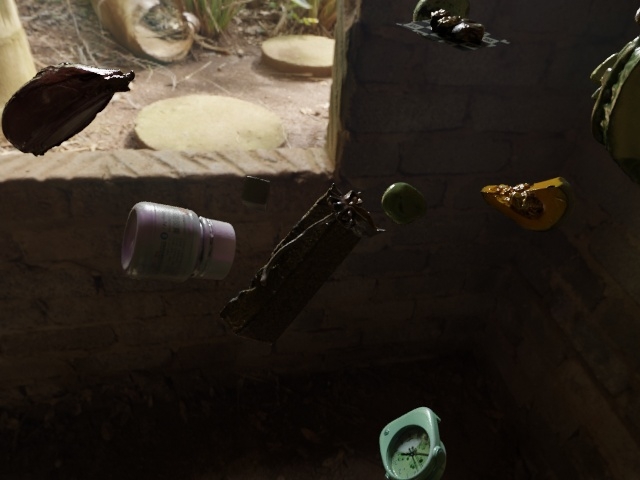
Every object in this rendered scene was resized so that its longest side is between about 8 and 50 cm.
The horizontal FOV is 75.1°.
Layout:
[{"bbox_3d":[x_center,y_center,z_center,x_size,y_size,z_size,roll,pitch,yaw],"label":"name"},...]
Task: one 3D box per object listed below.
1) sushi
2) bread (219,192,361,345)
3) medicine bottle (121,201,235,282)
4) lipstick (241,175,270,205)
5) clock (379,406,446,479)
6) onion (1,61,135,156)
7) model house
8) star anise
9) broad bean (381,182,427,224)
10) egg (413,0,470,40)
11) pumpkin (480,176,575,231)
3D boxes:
[{"bbox_3d":[0.320,-0.509,0.981,0.193,0.040,0.210,-23,50,-29],"label":"sushi"},{"bbox_3d":[-0.059,0.073,1.060,0.113,0.165,0.416,39,87,33],"label":"bread"},{"bbox_3d":[-0.477,0.017,1.412,0.325,0.256,0.256,10,31,-33],"label":"medicine bottle"},{"bbox_3d":[-0.182,-0.126,1.188,0.068,0.066,0.317,13,-1,-7],"label":"lipstick"},{"bbox_3d":[0.220,0.510,0.974,0.066,0.159,0.211,45,22,-20],"label":"clock"},{"bbox_3d":[-0.531,-0.302,0.878,0.283,0.120,0.227,-36,20,-3],"label":"onion"},{"bbox_3d":[0.569,-0.292,0.658,0.261,0.321,0.266,28,40,-16],"label":"model house"},{"bbox_3d":[0.000,0.000,0.880,0.148,0.227,0.218,50,26,-2],"label":"star anise"},{"bbox_3d":[0.331,-0.147,1.638,0.100,0.169,0.228,-4,12,46],"label":"broad bean"},{"bbox_3d":[0.353,-0.656,1.209,0.172,0.132,0.132,-21,43,-6],"label":"egg"},{"bbox_3d":[0.709,-0.154,1.404,0.280,0.190,0.139,41,39,18],"label":"pumpkin"}]
